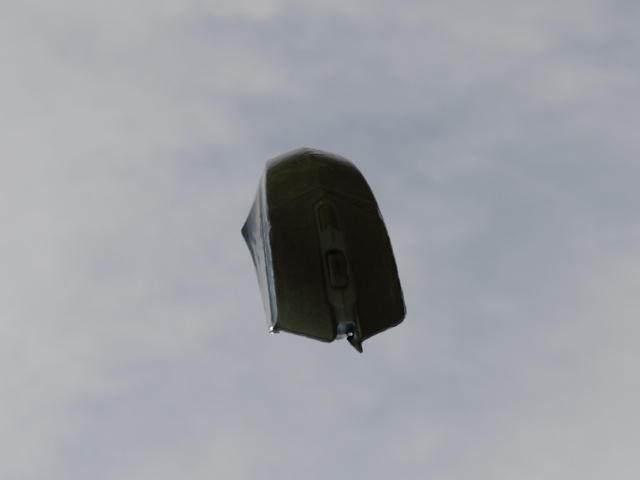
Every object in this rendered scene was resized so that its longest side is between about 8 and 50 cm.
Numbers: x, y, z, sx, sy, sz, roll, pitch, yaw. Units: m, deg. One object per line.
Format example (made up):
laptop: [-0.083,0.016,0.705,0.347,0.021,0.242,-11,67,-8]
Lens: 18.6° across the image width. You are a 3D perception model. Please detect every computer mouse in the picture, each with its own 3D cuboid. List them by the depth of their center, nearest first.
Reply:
computer mouse: [0.002,-0.002,1.637,0.126,0.071,0.231,-2,-134,-10]
